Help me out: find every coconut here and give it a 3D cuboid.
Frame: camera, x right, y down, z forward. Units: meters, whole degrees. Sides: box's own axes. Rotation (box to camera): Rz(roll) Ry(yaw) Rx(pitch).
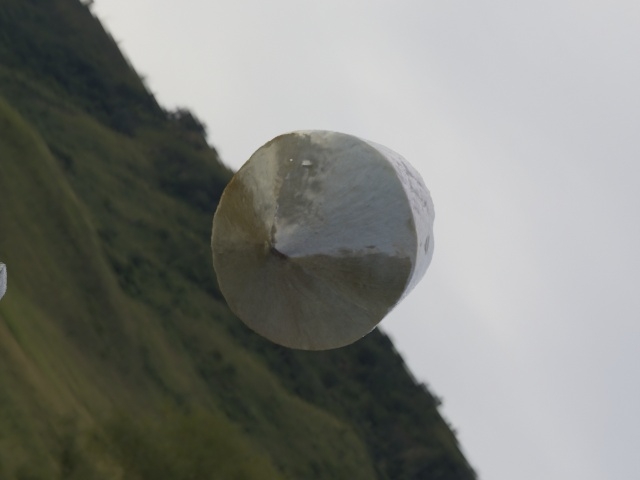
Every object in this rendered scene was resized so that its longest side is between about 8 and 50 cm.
[{"bbox_3d":[0.000,0.000,1.674,0.329,0.329,0.328,50,-19,25],"label":"coconut"}]

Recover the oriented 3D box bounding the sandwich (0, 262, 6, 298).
[{"bbox_3d":[-0.510,0.075,1.638,0.160,0.185,0.109,18,-74,13],"label":"sandwich"}]
